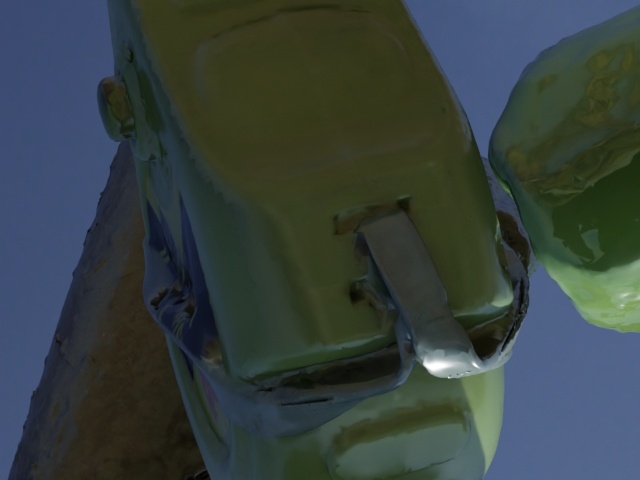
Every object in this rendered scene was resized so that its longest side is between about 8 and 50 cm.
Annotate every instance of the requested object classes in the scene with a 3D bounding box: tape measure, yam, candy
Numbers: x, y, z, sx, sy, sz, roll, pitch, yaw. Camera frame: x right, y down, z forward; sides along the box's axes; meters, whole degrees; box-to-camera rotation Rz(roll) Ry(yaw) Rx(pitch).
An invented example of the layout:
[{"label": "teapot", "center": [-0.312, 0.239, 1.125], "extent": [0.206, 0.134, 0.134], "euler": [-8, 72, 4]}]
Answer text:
[{"label": "tape measure", "center": [0.000, 0.000, 0.575], "extent": [0.106, 0.175, 0.200], "euler": [-15, -135, -13]}, {"label": "yam", "center": [-0.077, 0.033, 1.193], "extent": [0.168, 0.168, 0.304], "euler": [22, -109, -11]}, {"label": "candy", "center": [0.229, -0.076, 0.746], "extent": [0.142, 0.343, 0.132], "euler": [28, -138, -56]}]

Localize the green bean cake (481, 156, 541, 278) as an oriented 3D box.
[{"label": "green bean cake", "center": [0.027, 0.007, 1.561], "extent": [0.250, 0.247, 0.156], "euler": [43, -160, 6]}]
